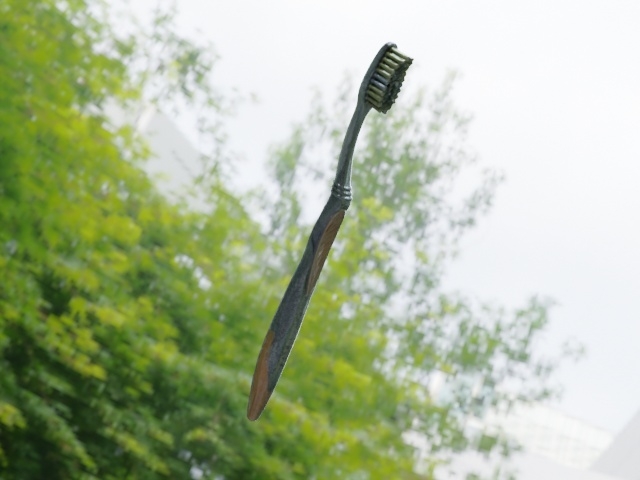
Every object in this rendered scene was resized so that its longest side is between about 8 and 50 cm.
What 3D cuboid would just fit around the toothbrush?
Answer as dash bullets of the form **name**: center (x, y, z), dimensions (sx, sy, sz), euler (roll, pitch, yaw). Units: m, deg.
- **toothbrush**: center (0.000, 0.000, 1.165), dimensions (0.037, 0.028, 0.375), euler (36, -68, 38)
